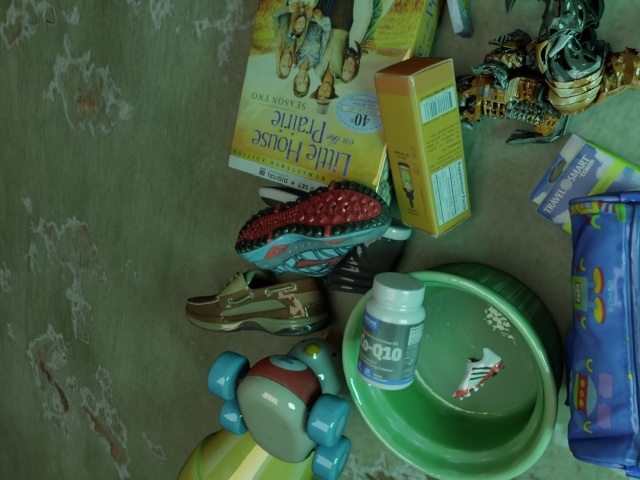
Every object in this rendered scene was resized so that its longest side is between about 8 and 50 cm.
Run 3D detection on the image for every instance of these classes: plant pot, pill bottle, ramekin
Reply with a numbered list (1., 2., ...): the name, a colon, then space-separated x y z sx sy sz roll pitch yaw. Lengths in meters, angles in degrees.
1. plant pot: -0.117 0.436 0.983 0.254 0.254 0.238 37 104 24
2. pill bottle: 0.093 0.116 0.651 0.078 0.078 0.137 17 110 33
3. ramekin: 0.197 0.176 0.732 0.304 0.148 0.303 9 106 35

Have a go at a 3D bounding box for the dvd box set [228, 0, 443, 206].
1. dvd box set: 0.015 -0.283 0.781 0.308 0.062 0.419 22 105 32

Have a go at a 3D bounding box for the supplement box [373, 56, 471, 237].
1. supplement box: 0.144 -0.125 0.689 0.078 0.080 0.233 31 142 52

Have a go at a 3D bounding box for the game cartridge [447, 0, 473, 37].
1. game cartridge: 0.188 -0.322 0.682 0.017 0.056 0.083 -8 96 38

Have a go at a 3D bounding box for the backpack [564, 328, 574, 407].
1. backpack: 0.371 0.167 0.629 0.098 0.101 0.120 -7 92 1

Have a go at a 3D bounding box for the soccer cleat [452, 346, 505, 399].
1. soccer cleat: 0.191 0.166 0.624 0.035 0.029 0.083 53 123 25

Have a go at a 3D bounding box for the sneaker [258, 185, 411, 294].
1. sneaker: 0.000 0.000 0.864 0.296 0.105 0.146 22 108 26

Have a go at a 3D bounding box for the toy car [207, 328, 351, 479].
1. toy car: -0.026 0.230 0.851 0.219 0.238 0.210 16 134 23

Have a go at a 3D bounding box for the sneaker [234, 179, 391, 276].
1. sneaker: 0.002 -0.007 0.756 0.262 0.125 0.104 -11 50 36

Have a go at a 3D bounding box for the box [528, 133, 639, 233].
1. box: 0.363 -0.045 0.626 0.178 0.042 0.109 39 120 23

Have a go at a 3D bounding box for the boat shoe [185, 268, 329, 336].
1. boat shoe: -0.128 0.114 0.990 0.324 0.123 0.119 -3 94 29

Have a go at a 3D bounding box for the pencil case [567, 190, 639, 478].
1. pencil case: 0.327 0.096 0.526 0.120 0.133 0.305 1 83 17

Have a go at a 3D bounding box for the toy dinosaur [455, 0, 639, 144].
1. toy dinosaur: 0.292 -0.228 0.600 0.322 0.164 0.218 -10 110 20
